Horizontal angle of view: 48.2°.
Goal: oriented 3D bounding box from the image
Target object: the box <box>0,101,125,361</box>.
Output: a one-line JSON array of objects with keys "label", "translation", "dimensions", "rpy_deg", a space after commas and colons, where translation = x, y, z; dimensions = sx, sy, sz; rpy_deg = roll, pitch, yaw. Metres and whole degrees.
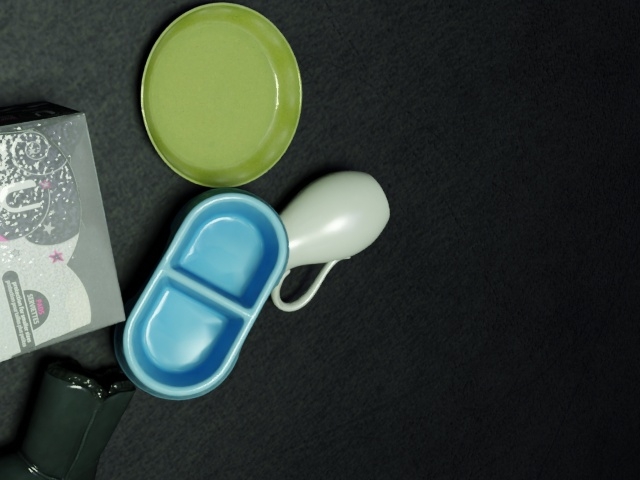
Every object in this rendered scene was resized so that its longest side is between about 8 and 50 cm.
[{"label": "box", "translation": [-0.334, -0.015, 0.790], "dimensions": [0.163, 0.142, 0.247], "rpy_deg": [-18, 113, -33]}]

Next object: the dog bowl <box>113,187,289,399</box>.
[{"label": "dog bowl", "translation": [-0.147, 0.067, 0.919], "dimensions": [0.166, 0.074, 0.297], "rpy_deg": [30, 81, -9]}]

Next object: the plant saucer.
[{"label": "plant saucer", "translation": [-0.133, -0.192, 0.960], "dimensions": [0.241, 0.037, 0.240], "rpy_deg": [-11, 109, -35]}]

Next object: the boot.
[{"label": "boot", "translation": [-0.362, 0.243, 0.872], "dimensions": [0.247, 0.094, 0.207], "rpy_deg": [15, 97, -46]}]

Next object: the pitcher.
[{"label": "pitcher", "translation": [0.000, 0.000, 1.069], "dimensions": [0.207, 0.125, 0.177], "rpy_deg": [-28, 126, -17]}]
